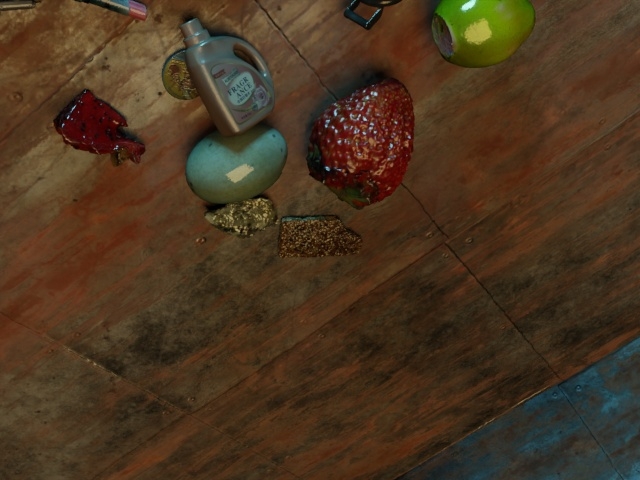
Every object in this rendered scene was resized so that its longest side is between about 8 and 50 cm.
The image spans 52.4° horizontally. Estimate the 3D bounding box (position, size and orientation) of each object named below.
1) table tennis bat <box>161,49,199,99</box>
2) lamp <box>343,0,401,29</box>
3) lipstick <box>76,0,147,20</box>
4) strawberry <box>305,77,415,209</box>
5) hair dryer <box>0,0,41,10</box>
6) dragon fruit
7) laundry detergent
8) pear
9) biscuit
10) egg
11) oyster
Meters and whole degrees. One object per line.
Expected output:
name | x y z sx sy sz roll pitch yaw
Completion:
table tennis bat | -0.275 -0.363 1.360 0.100 0.019 0.155 11 126 -24
lamp | 0.124 -0.555 1.262 0.172 0.147 0.227 -34 144 -19
lipstick | -0.437 -0.460 1.206 0.234 0.053 0.053 13 124 -28
strawberry | 0.106 -0.225 1.459 0.239 0.250 0.288 33 88 -29
hair dryer | -0.575 -0.439 1.196 0.114 0.037 0.063 -11 130 -19
dragon fruit | -0.469 -0.227 1.396 0.192 0.122 0.092 23 158 -35
laundry detergent | -0.187 -0.350 1.334 0.171 0.076 0.237 -42 118 -34
pear | 0.347 -0.464 1.372 0.220 0.187 0.187 -25 132 -8
biscuit | 0.006 -0.009 1.736 0.237 0.026 0.131 -2 131 -15
egg | -0.186 -0.172 1.444 0.237 0.169 0.169 -20 132 2
oyster | -0.194 -0.053 1.615 0.177 0.064 0.125 -15 127 -7
